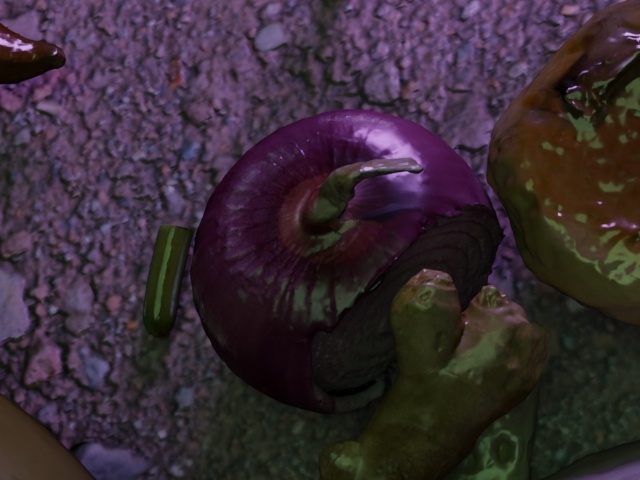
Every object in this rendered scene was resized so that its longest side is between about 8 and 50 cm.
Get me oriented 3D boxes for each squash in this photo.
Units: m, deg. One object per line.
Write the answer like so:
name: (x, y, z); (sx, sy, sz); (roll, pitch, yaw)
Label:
squash: (-0.115, 0.031, 1.274); (0.027, 0.027, 0.083); (9, 79, 14)

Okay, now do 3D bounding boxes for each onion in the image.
onion: (0.005, 0.005, 1.184); (0.201, 0.200, 0.207); (30, 100, 17)

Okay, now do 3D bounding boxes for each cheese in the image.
cheese: (0.112, 0.173, 1.180); (0.065, 0.043, 0.194); (7, 77, 15)

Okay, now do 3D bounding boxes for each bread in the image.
bread: (0.233, -0.050, 1.164); (0.244, 0.134, 0.244); (-4, 72, 12)

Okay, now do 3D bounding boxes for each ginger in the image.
ginger: (0.051, 0.161, 1.138); (0.118, 0.065, 0.298); (21, 104, -16)

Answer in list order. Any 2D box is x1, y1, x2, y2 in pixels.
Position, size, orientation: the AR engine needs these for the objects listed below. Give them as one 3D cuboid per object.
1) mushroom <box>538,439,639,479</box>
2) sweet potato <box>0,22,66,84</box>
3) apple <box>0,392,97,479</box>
mushroom: (0.276, 0.254, 1.056); (0.397, 0.224, 0.313); (-16, 90, 13)
sweet potato: (-0.363, -0.172, 1.334); (0.359, 0.112, 0.112); (12, 79, 15)
apple: (-0.308, 0.282, 1.046); (0.474, 0.473, 0.473); (-3, 76, 12)
